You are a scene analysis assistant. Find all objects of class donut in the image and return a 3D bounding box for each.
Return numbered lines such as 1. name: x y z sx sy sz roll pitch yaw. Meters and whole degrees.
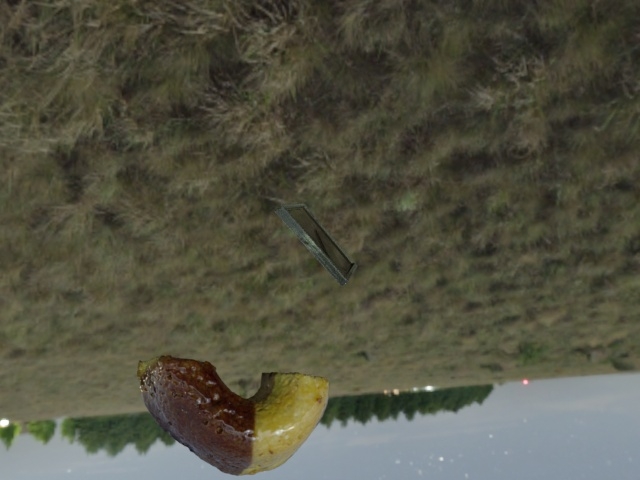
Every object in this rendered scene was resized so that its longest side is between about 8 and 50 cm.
1. donut: -0.116 0.244 0.870 0.294 0.151 0.112 10 152 -13

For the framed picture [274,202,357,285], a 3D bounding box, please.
1. framed picture: 0.000 0.000 0.989 0.015 0.150 0.203 -42 179 8
